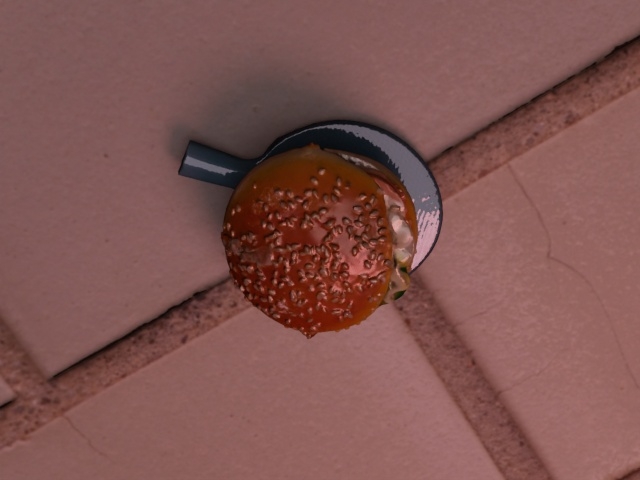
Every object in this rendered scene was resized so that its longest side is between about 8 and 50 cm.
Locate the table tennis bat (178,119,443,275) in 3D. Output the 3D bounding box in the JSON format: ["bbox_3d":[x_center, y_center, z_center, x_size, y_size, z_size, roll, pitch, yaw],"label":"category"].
[{"bbox_3d":[-0.010,-0.052,1.432,0.329,0.044,0.215,17,105,-8],"label":"table tennis bat"}]

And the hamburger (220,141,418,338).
[{"bbox_3d":[-0.002,-0.004,1.352,0.236,0.147,0.237,-1,106,-2],"label":"hamburger"}]
